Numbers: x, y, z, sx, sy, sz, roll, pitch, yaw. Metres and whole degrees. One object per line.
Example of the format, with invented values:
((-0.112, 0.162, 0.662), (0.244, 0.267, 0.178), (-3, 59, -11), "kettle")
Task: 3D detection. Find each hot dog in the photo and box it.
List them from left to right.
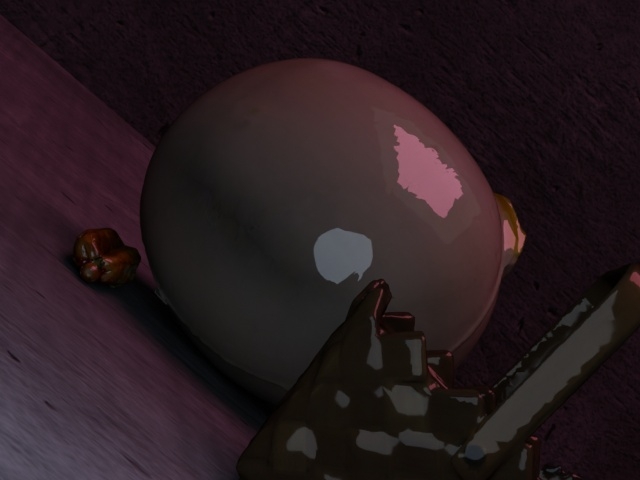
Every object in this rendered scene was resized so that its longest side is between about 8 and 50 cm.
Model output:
((-0.200, 0.017, 1.573), (0.062, 0.038, 0.144), (44, 5, -1), "hot dog")

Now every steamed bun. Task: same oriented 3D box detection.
((0.000, -0.004, 1.654), (0.374, 0.334, 0.334), (46, 4, 25), "steamed bun")

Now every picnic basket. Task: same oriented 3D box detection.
((0.131, 0.147, 1.291), (0.291, 0.321, 0.254), (44, -1, 6), "picnic basket")
